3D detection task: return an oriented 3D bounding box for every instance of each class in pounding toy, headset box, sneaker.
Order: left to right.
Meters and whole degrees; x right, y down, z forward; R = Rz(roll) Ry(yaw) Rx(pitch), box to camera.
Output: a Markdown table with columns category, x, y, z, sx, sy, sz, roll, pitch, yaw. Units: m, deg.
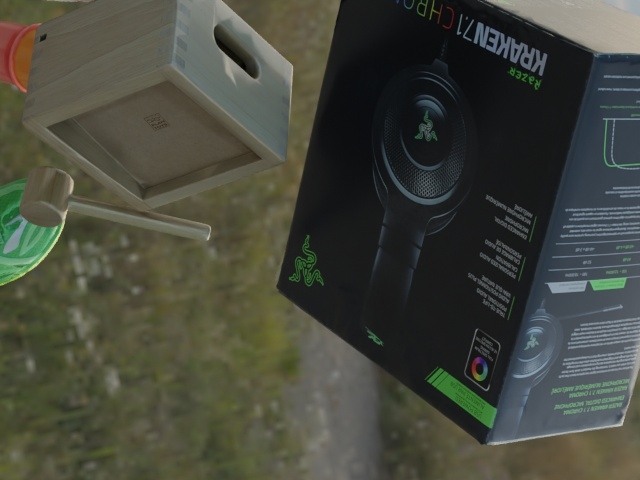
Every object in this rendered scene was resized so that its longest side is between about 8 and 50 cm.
| category | x | y | z | sx | sy | sz | roll | pitch | yaw |
| --- | --- | --- | --- | --- | --- | --- | --- | --- | --- |
| sneaker | -0.420 | 0.007 | 2.010 | 0.123 | 0.295 | 0.109 | 110 | -43 | -74 |
| pounding toy | -0.124 | -0.080 | 1.243 | 0.181 | 0.206 | 0.094 | 39 | 44 | -44 |
| headset box | 0.109 | -0.030 | 1.208 | 0.246 | 0.131 | 0.283 | 36 | -60 | 45 |

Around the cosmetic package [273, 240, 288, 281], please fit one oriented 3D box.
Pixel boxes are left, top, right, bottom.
| category | x | y | z | sx | sy | sz | roll | pitch | yaw |
| --- | --- | --- | --- | --- | --- | --- | --- | --- | --- |
| cosmetic package | 0.000 | 0.000 | 1.916 | 0.041 | 0.060 | 0.115 | 7 | 103 | -70 |

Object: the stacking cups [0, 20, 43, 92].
| category | x | y | z | sx | sy | sz | roll | pitch | yaw |
| --- | --- | --- | --- | --- | --- | --- | --- | --- | --- |
| stacking cups | -0.227 | -0.162 | 1.817 | 0.096 | 0.316 | 0.096 | -20 | 116 | -49 |
